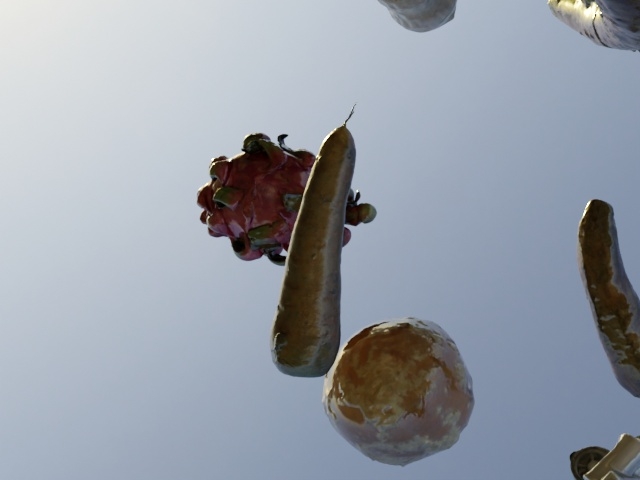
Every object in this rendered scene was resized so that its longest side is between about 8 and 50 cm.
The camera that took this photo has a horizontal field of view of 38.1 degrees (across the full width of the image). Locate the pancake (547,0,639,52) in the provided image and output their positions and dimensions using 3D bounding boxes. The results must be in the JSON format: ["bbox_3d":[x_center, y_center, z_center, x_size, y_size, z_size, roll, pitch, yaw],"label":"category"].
[{"bbox_3d":[0.213,-0.228,0.777,0.054,0.376,0.197,-44,-105,12],"label":"pancake"}]

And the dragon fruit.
[{"bbox_3d":[-0.065,-0.054,1.517,0.218,0.273,0.198,-54,178,-34],"label":"dragon fruit"}]

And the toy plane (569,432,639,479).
[{"bbox_3d":[0.278,0.290,0.889,0.118,0.252,0.252,30,-105,39],"label":"toy plane"}]

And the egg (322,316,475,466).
[{"bbox_3d":[0.101,0.193,1.199,0.195,0.233,0.194,-5,-100,25],"label":"egg"}]

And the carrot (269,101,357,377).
[{"bbox_3d":[0.000,0.000,0.980,0.078,0.078,0.298,19,-78,49],"label":"carrot"}]

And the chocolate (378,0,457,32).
[{"bbox_3d":[0.152,-0.430,1.549,0.134,0.309,0.134,-1,-92,22],"label":"chocolate"}]

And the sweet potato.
[{"bbox_3d":[0.367,0.080,1.146,0.075,0.273,0.075,-23,-169,5],"label":"sweet potato"}]
